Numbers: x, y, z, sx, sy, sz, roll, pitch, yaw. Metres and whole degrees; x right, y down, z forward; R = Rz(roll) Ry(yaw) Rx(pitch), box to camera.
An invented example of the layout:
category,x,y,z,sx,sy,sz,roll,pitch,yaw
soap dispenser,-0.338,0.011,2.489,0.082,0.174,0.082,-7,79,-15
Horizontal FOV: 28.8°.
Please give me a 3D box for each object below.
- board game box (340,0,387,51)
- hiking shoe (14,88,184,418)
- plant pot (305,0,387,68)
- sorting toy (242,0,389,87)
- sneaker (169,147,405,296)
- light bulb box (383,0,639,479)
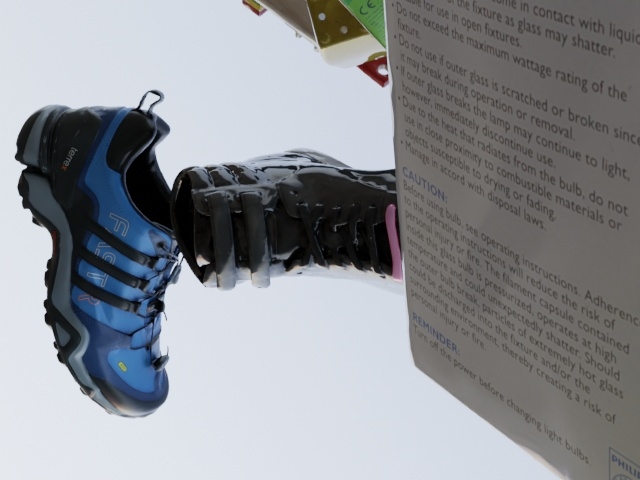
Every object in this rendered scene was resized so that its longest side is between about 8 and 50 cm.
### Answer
category,x,y,z,sx,sy,sz,roll,pitch,yaw
board game box,0.017,-0.232,0.763,0.124,0.259,0.039,-43,-133,8
hiking shoe,-0.170,0.025,1.094,0.132,0.113,0.304,-4,-66,18
plant pot,0.028,-0.184,0.998,0.082,0.083,0.081,-13,-85,25
sorting toy,0.005,-0.236,1.168,0.274,0.132,0.046,38,-27,15
sneaker,0.000,0.000,0.875,0.296,0.147,0.104,18,-62,52
light bulb box,0.234,-0.100,0.637,0.225,0.358,0.361,34,-44,51
